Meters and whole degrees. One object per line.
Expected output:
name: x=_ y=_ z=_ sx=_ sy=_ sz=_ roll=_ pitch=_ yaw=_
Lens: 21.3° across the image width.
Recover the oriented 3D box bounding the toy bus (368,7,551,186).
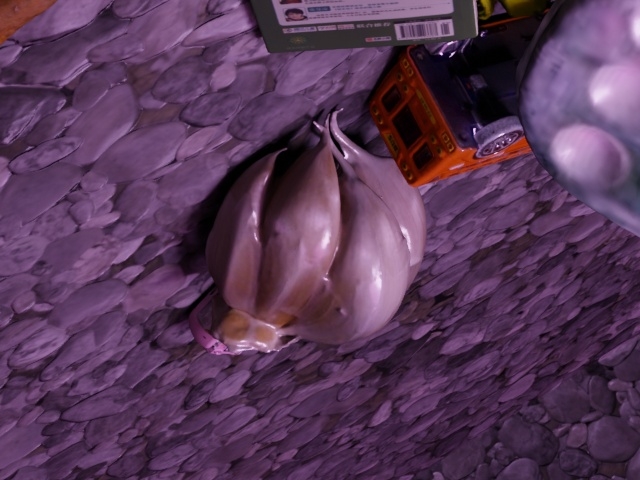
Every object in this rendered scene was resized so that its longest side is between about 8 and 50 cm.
toy bus: x=0.223 y=-0.166 z=1.877 sx=0.329 sy=0.143 sz=0.153 roll=-19 pitch=164 yaw=-34

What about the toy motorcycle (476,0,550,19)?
toy motorcycle: x=0.168 y=-0.320 z=1.476 sx=0.206 sy=0.142 sz=0.342 roll=4 pitch=160 yaw=9

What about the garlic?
garlic: x=0.000 y=0.000 z=1.883 sx=0.292 sy=0.237 sz=0.210 roll=-54 pitch=-170 yaw=27

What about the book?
book: x=0.031 y=-0.237 z=1.481 sx=0.202 sy=0.027 sz=0.264 roll=-2 pitch=159 yaw=8

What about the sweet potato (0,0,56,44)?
sweet potato: x=-0.331 y=-0.120 z=1.276 sx=0.354 sy=0.095 sz=0.106 roll=-42 pitch=112 yaw=17

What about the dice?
dice: x=0.401 y=-0.202 z=1.638 sx=0.348 sy=0.330 sz=0.328 roll=-53 pitch=174 yaw=-41

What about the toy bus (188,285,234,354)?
toy bus: x=-0.071 y=0.056 z=2.036 sx=0.203 sy=0.063 sz=0.090 roll=-46 pitch=152 yaw=24
